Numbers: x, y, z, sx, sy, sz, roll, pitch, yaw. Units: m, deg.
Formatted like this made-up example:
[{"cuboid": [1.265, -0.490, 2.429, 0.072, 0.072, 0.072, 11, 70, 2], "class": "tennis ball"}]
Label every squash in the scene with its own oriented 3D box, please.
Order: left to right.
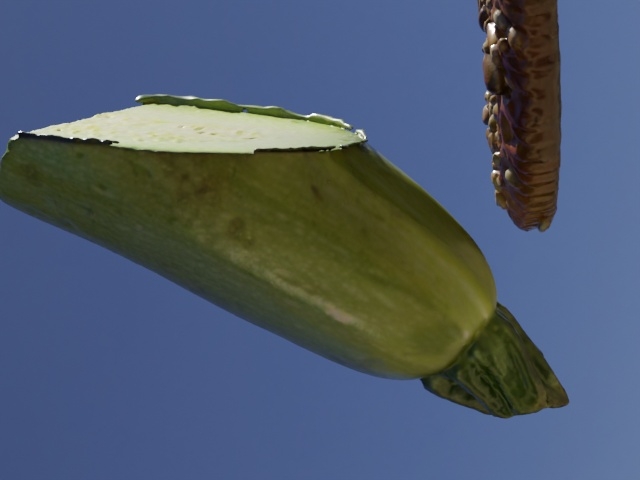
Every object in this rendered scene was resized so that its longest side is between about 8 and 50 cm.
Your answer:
[{"cuboid": [0.000, -0.003, 0.517, 0.075, 0.200, 0.090, -64, -2, -2], "class": "squash"}]

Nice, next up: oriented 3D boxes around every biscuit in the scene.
[{"cuboid": [0.067, -0.084, 0.544, 0.126, 0.025, 0.206, -86, -9, -55], "class": "biscuit"}]
